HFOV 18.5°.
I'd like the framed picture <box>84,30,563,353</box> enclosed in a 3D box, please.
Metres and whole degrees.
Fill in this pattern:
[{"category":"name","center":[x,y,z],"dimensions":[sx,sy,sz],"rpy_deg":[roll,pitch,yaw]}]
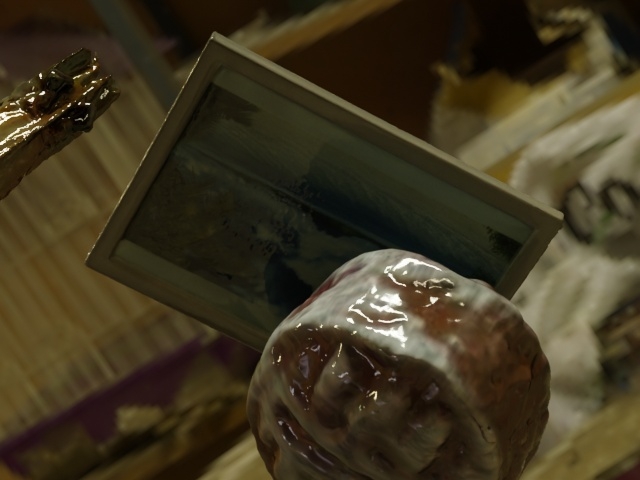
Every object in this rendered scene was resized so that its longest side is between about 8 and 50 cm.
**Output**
[{"category":"framed picture","center":[0.000,0.000,1.559],"dimensions":[0.232,0.315,0.024],"rpy_deg":[-59,12,26]}]

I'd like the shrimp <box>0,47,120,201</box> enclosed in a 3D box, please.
[{"category":"shrimp","center":[-0.163,-0.021,0.862],"dimensions":[0.180,0.041,0.099],"rpy_deg":[-39,6,-11]}]

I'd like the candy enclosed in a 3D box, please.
[{"category":"candy","center":[0.060,0.126,1.489],"dimensions":[0.157,0.214,0.289],"rpy_deg":[-48,-9,-34]}]
